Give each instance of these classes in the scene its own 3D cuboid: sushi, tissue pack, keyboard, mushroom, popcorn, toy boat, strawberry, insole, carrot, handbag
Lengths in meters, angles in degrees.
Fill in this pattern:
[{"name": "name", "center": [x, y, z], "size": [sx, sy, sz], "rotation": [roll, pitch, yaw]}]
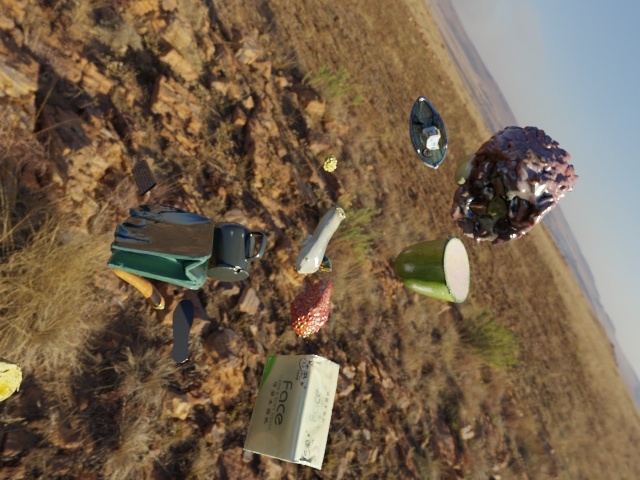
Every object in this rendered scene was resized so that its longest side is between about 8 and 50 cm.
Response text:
[{"name": "sushi", "center": [0.413, -0.118, 0.931], "size": [0.236, 0.270, 0.171], "rotation": [41, 55, 11]}, {"name": "tissue pack", "center": [-0.120, 0.694, 1.700], "size": [0.205, 0.331, 0.405], "rotation": [34, 56, -38]}, {"name": "keyboard", "center": [-0.559, -0.202, 1.283], "size": [0.204, 0.061, 0.013], "rotation": [46, -5, 46]}, {"name": "mushroom", "center": [-0.002, 0.000, 1.460], "size": [0.099, 0.278, 0.096], "rotation": [34, 8, 31]}, {"name": "popcorn", "center": [0.045, -0.363, 1.893], "size": [0.082, 0.057, 0.083], "rotation": [-15, 117, -79]}, {"name": "toy boat", "center": [0.355, -0.364, 1.343], "size": [0.115, 0.114, 0.262], "rotation": [72, 10, -62]}, {"name": "strawberry", "center": [-0.024, 0.268, 1.566], "size": [0.175, 0.106, 0.236], "rotation": [9, 92, -26]}, {"name": "insole", "center": [-0.566, 0.367, 1.662], "size": [0.086, 0.005, 0.254], "rotation": [8, 73, -25]}, {"name": "carrot", "center": [-0.743, 0.189, 1.690], "size": [0.271, 0.066, 0.062], "rotation": [57, -5, -29]}, {"name": "handbag", "center": [-0.407, -0.003, 1.084], "size": [0.238, 0.090, 0.326], "rotation": [15, 19, -18]}]

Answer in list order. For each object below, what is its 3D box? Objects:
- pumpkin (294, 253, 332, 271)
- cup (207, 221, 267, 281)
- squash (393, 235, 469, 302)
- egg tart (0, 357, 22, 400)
[{"name": "pumpkin", "center": [-0.030, 0.095, 1.973], "size": [0.119, 0.183, 0.108], "rotation": [37, 60, -73]}, {"name": "cup", "center": [-0.278, 0.036, 1.310], "size": [0.169, 0.222, 0.177], "rotation": [44, 43, -58]}, {"name": "squash", "center": [0.506, 0.148, 1.931], "size": [0.310, 0.308, 0.311], "rotation": [14, 71, -49]}, {"name": "egg tart", "center": [-1.015, 0.399, 1.069], "size": [0.169, 0.388, 0.387], "rotation": [54, 27, 13]}]
